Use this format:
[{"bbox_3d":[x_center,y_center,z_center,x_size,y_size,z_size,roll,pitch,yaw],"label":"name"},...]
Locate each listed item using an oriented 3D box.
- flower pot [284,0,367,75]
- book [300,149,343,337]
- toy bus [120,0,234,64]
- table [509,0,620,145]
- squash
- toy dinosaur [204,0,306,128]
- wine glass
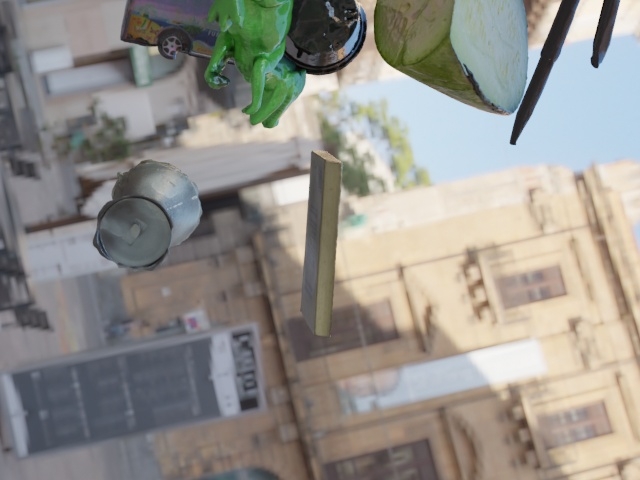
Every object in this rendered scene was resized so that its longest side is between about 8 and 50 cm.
[{"bbox_3d":[-0.003,-0.338,1.907,0.107,0.157,0.157,-152,-130,-88],"label":"flower pot"},{"bbox_3d":[0.000,0.000,1.655,0.161,0.026,0.231,-128,-138,-78],"label":"book"},{"bbox_3d":[-0.169,-0.364,2.069,0.112,0.316,0.138,-104,-154,-59],"label":"toy bus"},{"bbox_3d":[0.329,-0.241,1.252,0.317,0.317,0.249,-115,-156,-54],"label":"table"},{"bbox_3d":[0.251,-0.308,1.875,0.210,0.309,0.234,-14,-118,53],"label":"squash"},{"bbox_3d":[-0.043,-0.408,1.749,0.374,0.144,0.500,11,104,-65],"label":"toy dinosaur"},{"bbox_3d":[-0.270,-0.034,1.911,0.232,0.156,0.156,-85,165,-77],"label":"wine glass"}]
